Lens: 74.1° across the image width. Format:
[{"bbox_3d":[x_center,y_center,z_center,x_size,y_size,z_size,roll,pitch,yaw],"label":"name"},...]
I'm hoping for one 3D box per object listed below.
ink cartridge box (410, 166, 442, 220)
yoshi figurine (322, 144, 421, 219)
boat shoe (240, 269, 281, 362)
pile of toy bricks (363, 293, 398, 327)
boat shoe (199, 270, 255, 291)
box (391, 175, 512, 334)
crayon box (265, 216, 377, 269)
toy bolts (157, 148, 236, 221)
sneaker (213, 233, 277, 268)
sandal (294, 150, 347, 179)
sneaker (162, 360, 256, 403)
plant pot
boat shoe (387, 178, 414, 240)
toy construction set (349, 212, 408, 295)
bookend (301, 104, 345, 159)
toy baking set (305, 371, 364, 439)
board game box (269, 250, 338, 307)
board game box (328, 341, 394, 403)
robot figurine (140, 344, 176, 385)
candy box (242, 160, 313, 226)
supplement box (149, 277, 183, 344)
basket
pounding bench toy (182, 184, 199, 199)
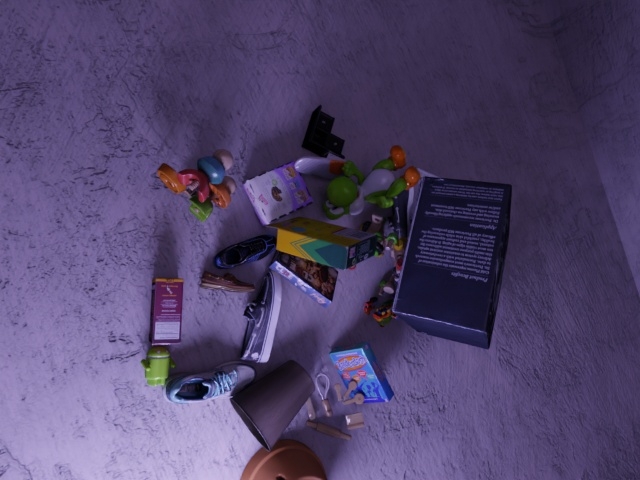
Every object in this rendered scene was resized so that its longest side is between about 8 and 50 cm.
[{"bbox_3d":[0.434,-0.175,1.766,0.206,0.045,0.209,17,101,-22],"label":"ink cartridge box"},{"bbox_3d":[0.167,-0.201,1.526,0.361,0.203,0.203,-30,115,-2],"label":"yoshi figurine"},{"bbox_3d":[-0.200,0.240,1.379,0.102,0.108,0.302,13,82,-23],"label":"boat shoe"},{"bbox_3d":[0.251,0.279,1.605,0.212,0.118,0.105,-10,115,-43],"label":"pile of toy bricks"},{"bbox_3d":[-0.295,0.134,1.366,0.177,0.064,0.060,10,78,-21],"label":"boat shoe"},{"bbox_3d":[0.484,0.097,1.497,0.480,0.297,0.473,40,64,-61],"label":"box"},{"bbox_3d":[0.000,0.000,1.397,0.202,0.318,0.081,-19,119,-54],"label":"crayon box"},{"bbox_3d":[-0.346,-0.196,1.248,0.218,0.228,0.158,45,66,-5],"label":"toy bolts"},{"bbox_3d":[-0.235,0.036,1.396,0.232,0.090,0.082,-24,93,-27],"label":"sneaker"},{"bbox_3d":[0.008,-0.287,1.541,0.265,0.102,0.076,4,55,-45],"label":"sandal"},{"bbox_3d":[-0.321,0.439,1.273,0.282,0.122,0.110,-6,85,-27],"label":"sneaker"},{"bbox_3d":[-0.087,0.788,1.290,0.290,0.203,0.291,4,81,-25],"label":"plant pot"},{"bbox_3d":[0.310,-0.092,1.682,0.091,0.114,0.303,3,89,0],"label":"boat shoe"},{"bbox_3d":[0.252,0.041,1.585,0.309,0.257,0.237,53,50,-32],"label":"toy construction set"},{"bbox_3d":[0.029,-0.399,1.604,0.157,0.072,0.157,23,72,-22],"label":"bookend"},{"bbox_3d":[0.034,0.565,1.456,0.255,0.030,0.197,15,79,0],"label":"toy baking set"},{"bbox_3d":[-0.051,0.100,1.459,0.243,0.042,0.165,38,35,-17],"label":"board game box"},{"bbox_3d":[0.140,0.463,1.474,0.047,0.160,0.211,-32,96,-48],"label":"board game box"},{"bbox_3d":[-0.477,0.363,1.239,0.101,0.066,0.116,14,74,-52],"label":"robot figurine"},{"bbox_3d":[-0.148,-0.164,1.482,0.196,0.070,0.165,-27,95,-28],"label":"candy box"},{"bbox_3d":[-0.456,0.207,1.253,0.080,0.104,0.189,4,81,-26],"label":"supplement box"},{"bbox_3d":[-0.139,0.501,1.343,0.226,0.154,0.205,-38,99,-30],"label":"basket"},{"bbox_3d":[-0.397,-0.168,1.369,0.065,0.052,0.083,47,66,-12],"label":"pounding bench toy"}]
